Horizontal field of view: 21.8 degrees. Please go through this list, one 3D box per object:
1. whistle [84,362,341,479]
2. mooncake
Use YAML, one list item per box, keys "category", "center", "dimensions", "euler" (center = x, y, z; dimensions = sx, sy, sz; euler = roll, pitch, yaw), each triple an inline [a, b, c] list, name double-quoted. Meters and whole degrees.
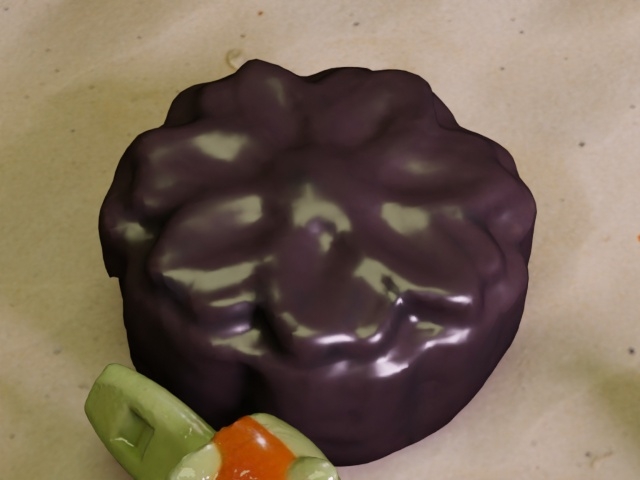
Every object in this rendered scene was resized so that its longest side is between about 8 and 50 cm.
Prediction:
- category: "whistle"
  center: [-0.034, 0.170, 0.958]
  dimensions: [0.288, 0.131, 0.106]
  euler: [37, 26, 23]
- category: "mooncake"
  center: [0.000, 0.000, 1.082]
  dimensions: [0.283, 0.141, 0.283]
  euler: [1, 53, -1]
